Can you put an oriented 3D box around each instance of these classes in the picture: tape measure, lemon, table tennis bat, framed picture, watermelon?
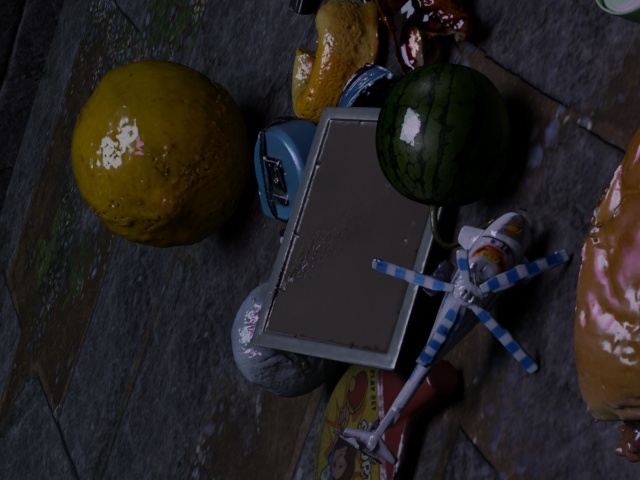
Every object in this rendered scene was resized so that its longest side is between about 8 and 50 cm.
[{"bbox_3d":[-0.028,-0.083,2.120,0.125,0.081,0.146,17,120,58],"label":"tape measure"},{"bbox_3d":[-0.229,-0.129,2.409,0.258,0.258,0.310,-67,31,22],"label":"lemon"},{"bbox_3d":[0.064,0.208,1.835,0.310,0.038,0.200,130,145,-53],"label":"table tennis bat"},{"bbox_3d":[0.046,-0.008,1.881,0.232,0.019,0.296,8,76,46],"label":"framed picture"},{"bbox_3d":[0.124,-0.086,1.721,0.141,0.140,0.187,171,107,-66],"label":"watermelon"}]

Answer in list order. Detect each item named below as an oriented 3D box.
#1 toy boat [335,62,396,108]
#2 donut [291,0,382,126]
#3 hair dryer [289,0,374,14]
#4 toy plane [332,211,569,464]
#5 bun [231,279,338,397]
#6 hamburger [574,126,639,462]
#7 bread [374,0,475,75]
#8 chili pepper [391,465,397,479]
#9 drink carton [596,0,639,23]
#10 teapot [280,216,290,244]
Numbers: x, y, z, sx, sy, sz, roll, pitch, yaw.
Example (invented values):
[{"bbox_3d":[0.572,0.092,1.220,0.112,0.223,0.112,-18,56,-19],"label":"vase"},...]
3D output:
[{"bbox_3d":[0.052,-0.151,2.030,0.061,0.060,0.137,48,124,33],"label":"toy boat"},{"bbox_3d":[0.013,-0.212,2.128,0.181,0.078,0.146,136,142,-56],"label":"donut"},{"bbox_3d":[0.022,-0.347,2.216,0.219,0.075,0.195,-118,36,-47],"label":"hair dryer"},{"bbox_3d":[0.131,0.095,1.657,0.107,0.182,0.273,-39,-37,-66],"label":"toy plane"},{"bbox_3d":[-0.034,0.112,1.980,0.083,0.141,0.141,-12,67,64],"label":"bun"},{"bbox_3d":[0.297,0.008,1.258,0.245,0.155,0.282,-25,59,53],"label":"hamburger"},{"bbox_3d":[0.117,-0.298,1.929,0.139,0.095,0.269,-52,47,49],"label":"bread"},{"bbox_3d":[0.049,0.309,1.749,0.086,0.084,0.192,42,122,46],"label":"chili pepper"},{"bbox_3d":[0.308,-0.213,1.357,0.144,0.142,0.146,25,99,66],"label":"drink carton"},{"bbox_3d":[0.000,0.000,2.012,0.177,0.096,0.087,170,111,-66],"label":"teapot"}]
